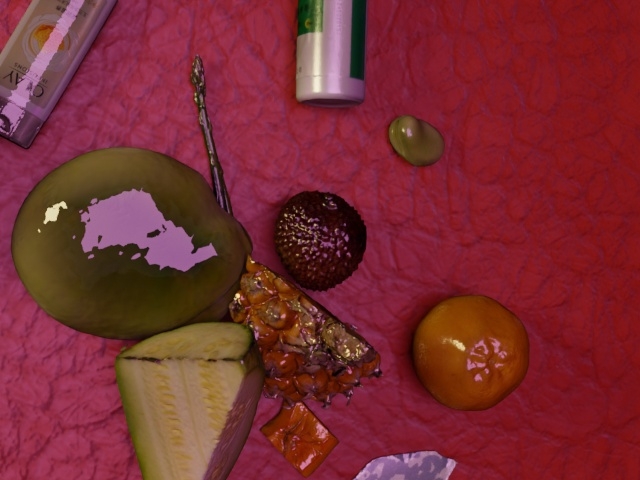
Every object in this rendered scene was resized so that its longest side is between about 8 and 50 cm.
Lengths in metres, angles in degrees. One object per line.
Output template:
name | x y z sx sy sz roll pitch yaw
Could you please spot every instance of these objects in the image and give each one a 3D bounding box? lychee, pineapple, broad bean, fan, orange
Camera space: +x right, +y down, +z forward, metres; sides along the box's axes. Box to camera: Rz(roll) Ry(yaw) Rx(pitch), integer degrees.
lychee | -0.001 0.002 1.201 0.123 0.123 0.129 15 95 -14
pineapple | -0.008 0.152 1.153 0.139 0.164 0.250 -52 133 -4
broad bean | -0.224 0.006 1.144 0.291 0.119 0.238 7 99 -11
fan | 0.087 0.368 1.279 0.240 0.009 0.131 -41 99 -10
broad bean | 0.131 -0.134 1.272 0.083 0.045 0.063 33 71 -20
orange | 0.201 0.148 1.242 0.159 0.136 0.158 0 91 -11

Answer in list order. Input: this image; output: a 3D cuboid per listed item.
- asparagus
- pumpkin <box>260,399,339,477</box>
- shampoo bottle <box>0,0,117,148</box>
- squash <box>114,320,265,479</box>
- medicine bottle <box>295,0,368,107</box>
asparagus | -0.142 -0.124 1.213 0.023 0.022 0.232 -7 96 30
pumpkin | -0.026 0.257 1.238 0.101 0.035 0.073 45 78 -8
shampoo bottle | -0.336 -0.228 1.145 0.086 0.056 0.227 31 83 -11
squash | -0.119 0.241 1.137 0.111 0.203 0.288 -41 122 -55
medicine bottle | 0.017 -0.306 1.214 0.095 0.095 0.259 3 90 -14
